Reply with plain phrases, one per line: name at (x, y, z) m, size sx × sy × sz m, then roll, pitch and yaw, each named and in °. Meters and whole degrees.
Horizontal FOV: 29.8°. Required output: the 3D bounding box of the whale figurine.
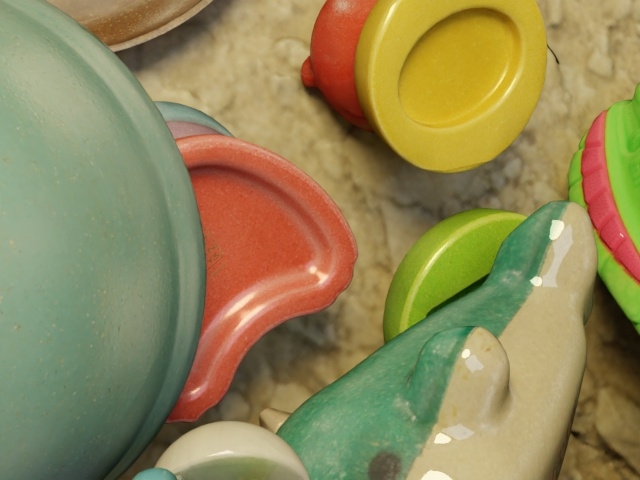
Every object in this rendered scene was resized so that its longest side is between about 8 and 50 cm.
whale figurine at (0.061, 0.097, 0.650) m, size 0.141 × 0.216 × 0.272 m, roll 20°, pitch 65°, yaw 20°

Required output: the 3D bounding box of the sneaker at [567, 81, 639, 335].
sneaker at (0.281, 0.099, 0.680) m, size 0.202 × 0.185 × 0.482 m, roll 22°, pitch 50°, yaw -27°

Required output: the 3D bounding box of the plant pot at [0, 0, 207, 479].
plant pot at (-0.214, 0.025, 0.506) m, size 0.293 × 0.196 × 0.293 m, roll 1°, pitch 99°, yaw 9°

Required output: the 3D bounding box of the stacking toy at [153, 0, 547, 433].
stacking toy at (0.000, 0.000, 0.727) m, size 0.309 × 0.130 × 0.279 m, roll -32°, pitch 120°, yaw -18°

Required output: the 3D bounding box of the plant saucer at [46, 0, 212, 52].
plant saucer at (-0.174, -0.251, 0.704) m, size 0.311 × 0.050 × 0.310 m, roll 3°, pitch 82°, yaw -18°

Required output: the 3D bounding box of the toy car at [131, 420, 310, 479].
toy car at (-0.081, 0.163, 0.510) m, size 0.136 × 0.182 × 0.159 m, roll 25°, pitch 34°, yaw -31°
